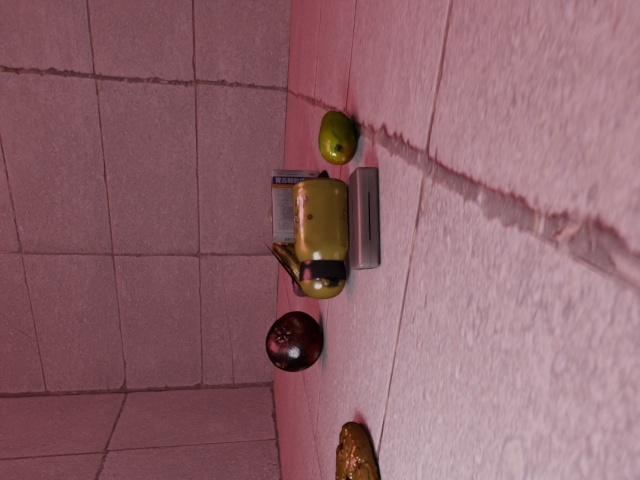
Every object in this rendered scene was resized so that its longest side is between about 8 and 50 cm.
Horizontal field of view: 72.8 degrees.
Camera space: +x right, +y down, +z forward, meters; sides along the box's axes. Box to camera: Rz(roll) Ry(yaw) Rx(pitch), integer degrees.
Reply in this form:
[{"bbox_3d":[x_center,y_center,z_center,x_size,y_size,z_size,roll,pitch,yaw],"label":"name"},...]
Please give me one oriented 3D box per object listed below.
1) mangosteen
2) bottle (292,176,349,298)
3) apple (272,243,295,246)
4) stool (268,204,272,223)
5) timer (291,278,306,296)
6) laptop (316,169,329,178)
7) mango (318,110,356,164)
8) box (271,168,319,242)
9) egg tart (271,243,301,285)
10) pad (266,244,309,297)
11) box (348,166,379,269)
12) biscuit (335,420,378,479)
[{"bbox_3d":[-0.089,0.409,1.723,0.261,0.235,0.236,48,-150,-52],"label":"mangosteen"},{"bbox_3d":[0.000,0.000,1.307,0.171,0.171,0.352,135,135,-75],"label":"bottle"},{"bbox_3d":[-0.148,0.000,2.125,0.155,0.182,0.183,116,154,-50],"label":"apple"},{"bbox_3d":[-0.138,-0.163,2.020,0.199,0.195,0.196,110,159,-57],"label":"stool"},{"bbox_3d":[-0.105,0.182,2.167,0.208,0.069,0.191,179,90,-79],"label":"timer"},{"bbox_3d":[-0.012,-0.180,1.623,0.135,0.016,0.197,-44,27,18],"label":"laptop"},{"bbox_3d":[0.046,-0.297,1.257,0.233,0.111,0.126,-101,20,-53],"label":"mango"},{"bbox_3d":[-0.102,-0.142,1.799,0.106,0.199,0.300,109,160,-63],"label":"box"},{"bbox_3d":[-0.089,0.105,1.825,0.291,0.107,0.291,49,173,9],"label":"egg tart"},{"bbox_3d":[-0.133,0.127,1.770,0.163,0.004,0.243,42,168,46],"label":"pad"},{"bbox_3d":[0.105,-0.052,1.060,0.103,0.055,0.244,144,125,-78],"label":"box"},{"bbox_3d":[0.081,0.609,1.086,0.296,0.075,0.296,-179,90,-80],"label":"biscuit"}]
